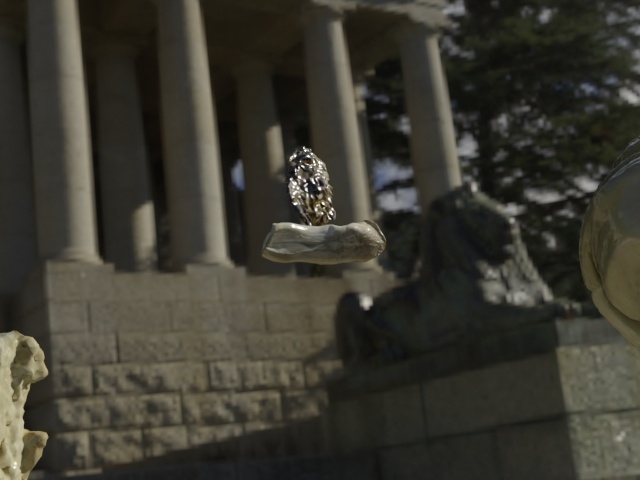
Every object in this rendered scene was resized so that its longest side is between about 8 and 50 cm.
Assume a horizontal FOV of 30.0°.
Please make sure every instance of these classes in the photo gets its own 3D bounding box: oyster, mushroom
[{"bbox_3d":[-0.016,-0.067,1.659,0.056,0.105,0.177,-20,27,13],"label":"oyster"},{"bbox_3d":[-0.001,0.004,1.575,0.202,0.059,0.054,-2,6,-40],"label":"mushroom"}]

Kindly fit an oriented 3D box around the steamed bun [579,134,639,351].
[{"bbox_3d":[0.414,-0.014,1.392,0.206,0.275,0.320,31,-12,29],"label":"steamed bun"}]

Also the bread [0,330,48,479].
[{"bbox_3d":[-0.346,0.215,1.138,0.224,0.211,0.183,-40,-21,3],"label":"bread"}]
